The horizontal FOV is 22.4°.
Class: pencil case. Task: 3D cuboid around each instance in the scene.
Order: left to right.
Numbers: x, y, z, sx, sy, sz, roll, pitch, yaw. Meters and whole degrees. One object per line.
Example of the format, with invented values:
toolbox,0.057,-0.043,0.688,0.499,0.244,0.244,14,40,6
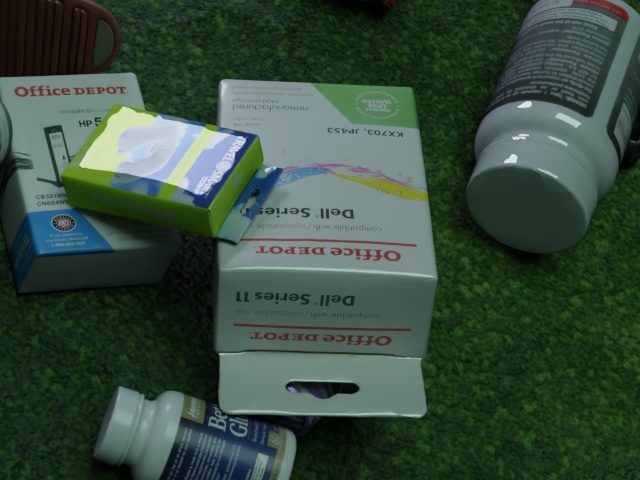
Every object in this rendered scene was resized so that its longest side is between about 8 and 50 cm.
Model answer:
pencil case,0.007,0.106,1.592,0.088,0.086,0.206,27,47,26

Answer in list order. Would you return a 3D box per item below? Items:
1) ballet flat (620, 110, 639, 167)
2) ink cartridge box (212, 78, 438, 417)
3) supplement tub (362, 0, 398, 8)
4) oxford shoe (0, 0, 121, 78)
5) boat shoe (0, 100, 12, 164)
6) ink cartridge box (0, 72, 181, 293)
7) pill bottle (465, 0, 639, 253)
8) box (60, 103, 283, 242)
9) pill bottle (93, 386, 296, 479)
ballet flat,0.382,-0.157,1.935,0.057,0.049,0.173,26,53,-8
ink cartridge box,0.000,0.000,1.551,0.207,0.119,0.353,1,44,-5
supplement tub,0.025,-0.353,1.861,0.190,0.117,0.117,31,53,-4
oxford shoe,-0.372,-0.235,1.600,0.348,0.123,0.130,7,30,-14
boat shoe,-0.446,-0.128,1.485,0.320,0.118,0.103,19,12,-2
ink cartridge box,-0.237,-0.059,1.583,0.148,0.086,0.203,-5,63,-26
pill bottle,0.265,-0.133,1.799,0.161,0.161,0.283,29,53,-4
box,-0.137,-0.063,1.499,0.178,0.042,0.109,13,49,21
pill bottle,-0.115,0.191,1.473,0.169,0.094,0.094,20,54,-11
